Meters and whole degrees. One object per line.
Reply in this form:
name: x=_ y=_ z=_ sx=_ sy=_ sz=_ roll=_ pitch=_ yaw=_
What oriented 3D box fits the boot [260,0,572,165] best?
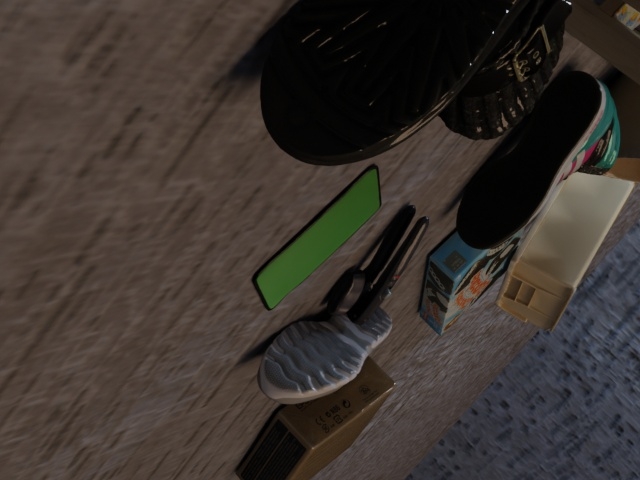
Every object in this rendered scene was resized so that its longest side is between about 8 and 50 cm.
boot: x=0.098 y=-0.151 z=1.036 sx=0.348 sy=0.131 sz=0.260 roll=-43 pitch=164 yaw=-13

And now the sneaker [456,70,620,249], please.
sneaker: x=0.327 y=-0.108 z=1.779 sx=0.295 sy=0.124 sz=0.178 roll=-53 pitch=154 yaw=20

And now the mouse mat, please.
mouse mat: x=0.000 y=0.000 z=1.401 sx=0.190 sy=0.007 sz=0.152 roll=-42 pitch=164 yaw=-9

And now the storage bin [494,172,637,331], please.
storage bin: x=0.443 y=0.004 z=2.235 sx=0.262 sy=0.123 sz=0.260 roll=-57 pitch=169 yaw=-18

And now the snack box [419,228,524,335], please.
snack box: x=0.255 y=0.037 z=2.055 sx=0.187 sy=0.060 sz=0.322 roll=-43 pitch=165 yaw=-13

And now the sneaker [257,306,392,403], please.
sneaker: x=0.001 y=0.168 z=1.641 sx=0.115 sy=0.105 sz=0.281 roll=-55 pitch=163 yaw=28

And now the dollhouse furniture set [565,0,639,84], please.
dollhouse furniture set: x=0.484 y=-0.288 z=1.360 sx=0.362 sy=0.256 sz=0.394 roll=-43 pitch=156 yaw=-10

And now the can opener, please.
can opener: x=0.083 y=0.036 z=1.609 sx=0.186 sy=0.059 sz=0.073 roll=-52 pitch=163 yaw=22

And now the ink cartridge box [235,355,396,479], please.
ink cartridge box: x=-0.007 y=0.310 z=2.016 sx=0.235 sy=0.088 sz=0.193 roll=-30 pitch=159 yaw=-47

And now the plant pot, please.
plant pot: x=0.566 y=-0.197 z=1.971 sx=0.284 sy=0.284 sz=0.190 roll=20 pitch=79 yaw=-73
